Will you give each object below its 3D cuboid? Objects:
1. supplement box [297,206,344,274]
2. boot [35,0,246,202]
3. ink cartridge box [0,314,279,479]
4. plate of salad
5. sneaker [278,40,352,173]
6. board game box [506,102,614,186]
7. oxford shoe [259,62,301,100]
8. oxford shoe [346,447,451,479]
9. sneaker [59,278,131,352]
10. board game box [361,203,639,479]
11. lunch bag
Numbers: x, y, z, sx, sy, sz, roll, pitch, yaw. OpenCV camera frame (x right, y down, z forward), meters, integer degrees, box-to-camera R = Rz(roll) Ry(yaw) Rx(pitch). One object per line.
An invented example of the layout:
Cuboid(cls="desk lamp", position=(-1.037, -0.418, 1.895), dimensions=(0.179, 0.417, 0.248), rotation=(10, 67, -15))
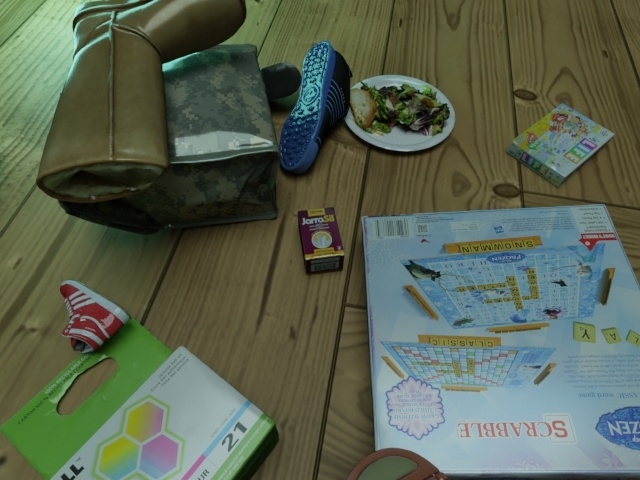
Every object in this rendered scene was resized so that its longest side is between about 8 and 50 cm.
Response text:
Cuboid(cls="supplement box", position=(0.000, 0.000, 0.632), dimensions=(0.055, 0.043, 0.083), rotation=(-8, 56, -6))
Cuboid(cls="boot", position=(-0.192, -0.182, 0.533), dimensions=(0.236, 0.089, 0.269), rotation=(-13, 60, 4))
Cuboid(cls="ink cartridge box", position=(-0.200, 0.194, 0.465), dimensions=(0.255, 0.097, 0.189), rotation=(33, 62, 18))
Cuboid(cls="plate of salad", position=(0.138, -0.235, 0.792), dimensions=(0.200, 0.048, 0.200), rotation=(1, 55, -1))
Cuboid(cls="sneaker", position=(0.003, -0.209, 0.751), dimensions=(0.081, 0.090, 0.232), rotation=(5, 75, 41))
Cuboid(cls="board game box", position=(0.406, -0.165, 0.766), dimensions=(0.154, 0.026, 0.103), rotation=(-35, 64, -23))
Cuboid(cls="oxford shoe", position=(-0.135, -0.269, 0.804), dimensions=(0.212, 0.076, 0.076), rotation=(-4, 18, 5))
Cuboid(cls="oxford shoe", position=(0.124, 0.361, 0.330), dimensions=(0.140, 0.146, 0.397), rotation=(-18, 54, -16))
Cuboid(cls="sneaker", position=(-0.296, 0.093, 0.552), dimensions=(0.118, 0.042, 0.067), rotation=(19, 54, 26))
Cuboid(cls="board game box", position=(0.213, 0.106, 0.535), dimensions=(0.319, 0.066, 0.318), rotation=(-2, 56, 5))
Cuboid(cls="lunch bag", position=(-0.216, -0.144, 0.648), dimensions=(0.287, 0.169, 0.235), rotation=(-7, 58, -12))
